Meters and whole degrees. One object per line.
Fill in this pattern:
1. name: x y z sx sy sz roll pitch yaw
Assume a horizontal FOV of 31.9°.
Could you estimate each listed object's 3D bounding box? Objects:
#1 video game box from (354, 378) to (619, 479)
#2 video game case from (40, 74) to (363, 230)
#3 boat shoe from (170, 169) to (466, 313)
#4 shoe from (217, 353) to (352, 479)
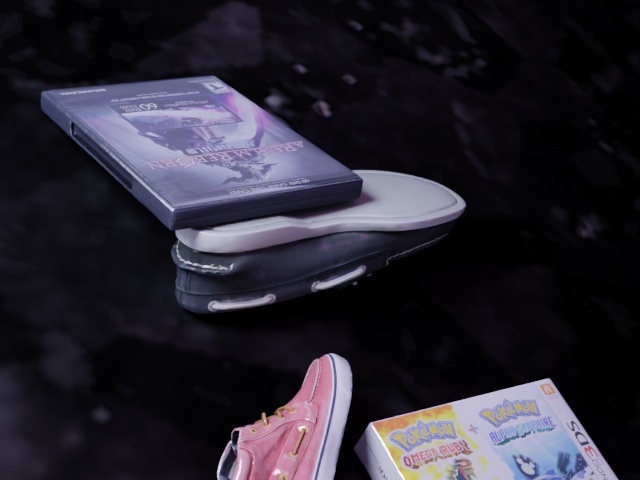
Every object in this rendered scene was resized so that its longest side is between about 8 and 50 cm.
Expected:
1. video game box: 0.158 0.216 0.931 0.205 0.048 0.187 -8 50 -32
2. video game case: -0.118 -0.092 1.053 0.196 0.026 0.274 -11 32 -34
3. boat shoe: 0.000 0.000 1.040 0.302 0.091 0.114 -6 30 -28
4. shoe: -0.029 0.153 0.890 0.081 0.063 0.178 23 46 -11
